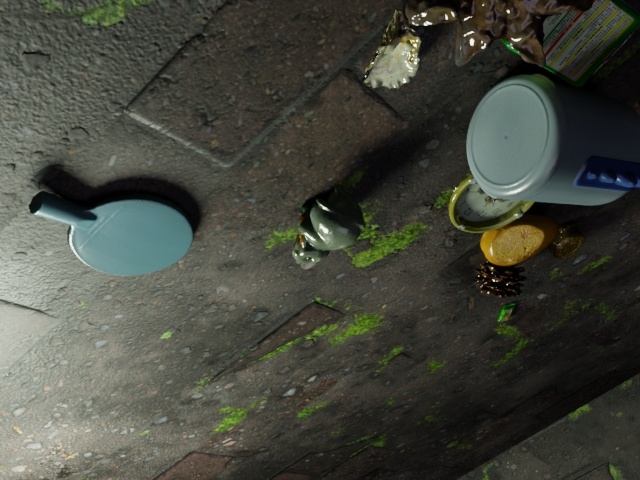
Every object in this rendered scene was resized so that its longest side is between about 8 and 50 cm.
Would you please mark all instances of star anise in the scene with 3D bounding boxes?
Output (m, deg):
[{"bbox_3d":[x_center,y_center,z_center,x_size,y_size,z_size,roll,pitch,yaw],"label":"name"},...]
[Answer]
[{"bbox_3d":[0.276,-0.404,1.012,0.315,0.108,0.315,7,137,6],"label":"star anise"}]

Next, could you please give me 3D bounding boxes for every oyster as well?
[{"bbox_3d":[0.120,-0.311,1.158,0.121,0.045,0.146,-36,149,12],"label":"oyster"}]

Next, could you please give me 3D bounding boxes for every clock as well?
[{"bbox_3d":[0.397,-0.113,1.544,0.237,0.057,0.237,-13,141,-11],"label":"clock"}]

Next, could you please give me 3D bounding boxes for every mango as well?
[{"bbox_3d":[0.503,-0.011,1.695,0.217,0.102,0.141,-16,124,-11],"label":"mango"}]

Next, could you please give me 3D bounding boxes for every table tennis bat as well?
[{"bbox_3d":[-0.385,-0.019,1.260,0.215,0.044,0.329,-38,143,21],"label":"table tennis bat"}]

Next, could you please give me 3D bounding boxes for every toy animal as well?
[{"bbox_3d":[-0.003,0.000,1.419,0.108,0.138,0.236,-33,158,-53],"label":"toy animal"}]

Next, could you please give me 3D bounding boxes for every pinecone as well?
[{"bbox_3d":[0.480,0.089,1.790,0.140,0.140,0.121,3,104,-31],"label":"pinecone"}]

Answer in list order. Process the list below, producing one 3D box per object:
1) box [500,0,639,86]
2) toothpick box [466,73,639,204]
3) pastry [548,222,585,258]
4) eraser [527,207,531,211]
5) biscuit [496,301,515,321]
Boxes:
[{"bbox_3d":[0.429,-0.391,1.177,0.250,0.103,0.180,15,129,-37],"label":"box"},{"bbox_3d":[0.503,-0.181,1.346,0.354,0.263,0.263,2,137,-32],"label":"toothpick box"},{"bbox_3d":[0.667,0.002,1.830,0.097,0.057,0.109,-36,143,14],"label":"pastry"},{"bbox_3d":[0.509,-0.097,1.653,0.027,0.019,0.099,-19,142,-5],"label":"eraser"},{"bbox_3d":[0.578,0.227,2.097,0.046,0.016,0.089,-14,143,-13],"label":"biscuit"}]
